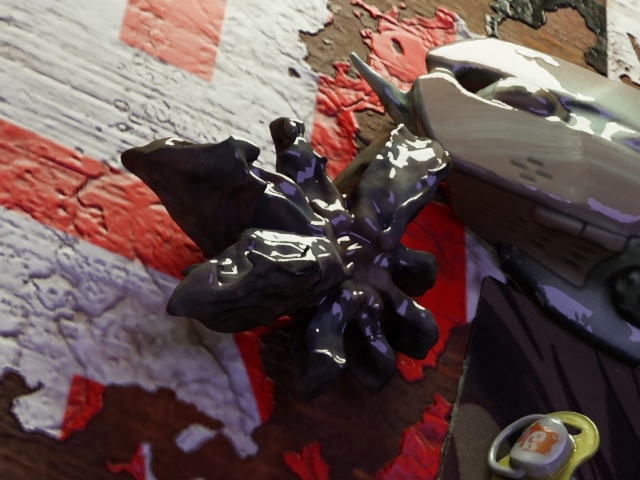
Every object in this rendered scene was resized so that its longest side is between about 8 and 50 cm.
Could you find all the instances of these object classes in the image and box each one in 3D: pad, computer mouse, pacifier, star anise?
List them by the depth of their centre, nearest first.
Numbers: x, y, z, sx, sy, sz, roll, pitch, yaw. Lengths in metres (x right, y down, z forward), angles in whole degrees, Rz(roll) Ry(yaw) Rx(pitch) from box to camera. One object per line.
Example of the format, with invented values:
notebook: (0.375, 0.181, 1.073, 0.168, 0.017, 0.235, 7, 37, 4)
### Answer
star anise: (-0.004, 0.000, 1.004, 0.257, 0.110, 0.198, 3, 58, -41)
pacifier: (0.149, 0.152, 1.045, 0.083, 0.068, 0.064, -47, 126, -27)
pad: (0.171, 0.193, 1.063, 0.220, 0.004, 0.330, 31, 47, -14)
computer mouse: (0.198, -0.054, 1.178, 0.389, 0.115, 0.199, 34, 42, -11)
